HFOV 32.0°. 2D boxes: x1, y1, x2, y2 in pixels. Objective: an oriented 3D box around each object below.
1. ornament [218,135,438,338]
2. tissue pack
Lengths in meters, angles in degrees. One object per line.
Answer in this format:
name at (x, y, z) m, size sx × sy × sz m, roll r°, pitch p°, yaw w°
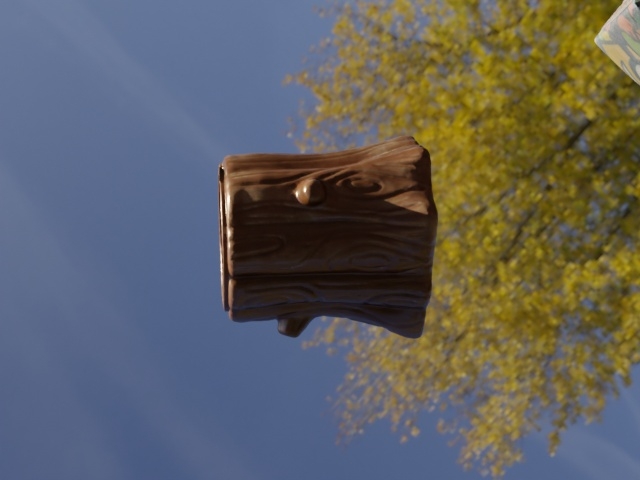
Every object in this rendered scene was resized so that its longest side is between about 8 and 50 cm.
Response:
ornament at (0.000, 0.000, 1.209) m, size 0.217 × 0.221 × 0.235 m, roll -2°, pitch -172°, yaw -7°
tissue pack at (0.148, -0.078, 0.446) m, size 0.063 × 0.035 × 0.083 m, roll 42°, pitch -179°, yaw 1°
